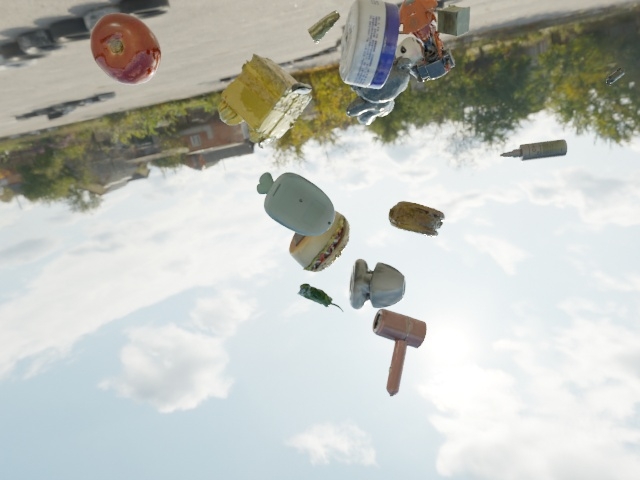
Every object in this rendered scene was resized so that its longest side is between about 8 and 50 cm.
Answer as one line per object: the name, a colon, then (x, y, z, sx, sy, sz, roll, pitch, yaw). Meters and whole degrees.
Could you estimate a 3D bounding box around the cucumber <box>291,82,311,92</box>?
cucumber: (-0.055, -0.476, 1.471, 0.036, 0.033, 0.184, 6, -164, 11)

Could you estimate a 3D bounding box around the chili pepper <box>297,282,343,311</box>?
chili pepper: (-0.015, 0.237, 2.031, 0.122, 0.065, 0.279, 15, 169, 45)

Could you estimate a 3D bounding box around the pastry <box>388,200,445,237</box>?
pastry: (0.412, -0.087, 2.057, 0.240, 0.132, 0.235, 19, 177, -16)

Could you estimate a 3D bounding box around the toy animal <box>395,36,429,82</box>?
toy animal: (0.395, -0.744, 1.903, 0.138, 0.179, 0.166, -47, -163, 12)

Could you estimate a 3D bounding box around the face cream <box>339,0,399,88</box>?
face cream: (0.116, -0.494, 1.182, 0.111, 0.205, 0.206, 6, -164, -8)

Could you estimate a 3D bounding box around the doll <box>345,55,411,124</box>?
doll: (0.185, -0.516, 1.606, 0.246, 0.158, 0.340, -26, 177, 0)

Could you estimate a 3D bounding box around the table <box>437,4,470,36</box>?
table: (0.429, -0.711, 1.515, 0.062, 0.079, 0.083, -31, -137, -24)

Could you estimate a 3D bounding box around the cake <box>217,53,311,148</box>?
cake: (-0.222, -0.510, 1.760, 0.286, 0.227, 0.222, -49, 167, 20)

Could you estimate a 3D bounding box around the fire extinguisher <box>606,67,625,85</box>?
fire extinguisher: (0.941, -0.528, 1.504, 0.083, 0.038, 0.025, -36, -155, -20)

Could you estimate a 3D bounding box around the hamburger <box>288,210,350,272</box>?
hamburger: (0.000, 0.000, 1.973, 0.300, 0.176, 0.300, -47, -159, 24)

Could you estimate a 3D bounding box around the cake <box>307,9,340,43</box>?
cake: (0.011, -0.813, 1.772, 0.140, 0.051, 0.055, -41, 159, 23)

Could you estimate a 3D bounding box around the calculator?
calculator: (-0.087, -0.131, 1.629, 0.185, 0.299, 0.041, -58, -171, -5)

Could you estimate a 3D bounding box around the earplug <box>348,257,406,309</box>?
earplug: (0.208, 0.180, 1.901, 0.175, 0.214, 0.326, 9, 173, -30)

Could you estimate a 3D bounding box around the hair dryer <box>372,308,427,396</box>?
hair dryer: (0.313, 0.479, 1.988, 0.211, 0.352, 0.125, 19, 155, -7)

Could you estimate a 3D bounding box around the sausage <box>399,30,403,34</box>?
sausage: (0.315, -0.843, 1.903, 0.100, 0.015, 0.015, 9, -157, 15)

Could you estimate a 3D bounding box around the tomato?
tomato: (-0.554, -0.546, 1.346, 0.195, 0.195, 0.136, -9, -164, 8)

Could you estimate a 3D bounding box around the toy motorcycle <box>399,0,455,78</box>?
toy motorcycle: (0.349, -0.686, 1.566, 0.148, 0.325, 0.221, -14, -143, 29)

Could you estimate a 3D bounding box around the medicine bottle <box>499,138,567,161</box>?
medicine bottle: (0.680, -0.286, 1.509, 0.199, 0.057, 0.057, -5, -161, 9)
